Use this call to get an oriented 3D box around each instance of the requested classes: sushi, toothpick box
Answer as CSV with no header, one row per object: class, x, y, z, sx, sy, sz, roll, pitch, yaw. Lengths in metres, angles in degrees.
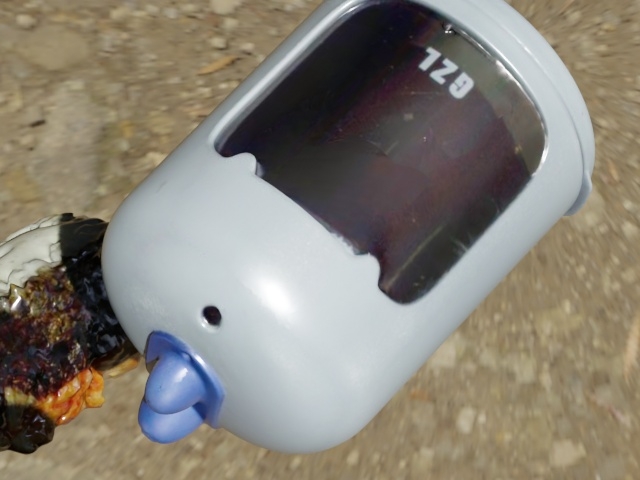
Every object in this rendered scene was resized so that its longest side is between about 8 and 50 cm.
sushi,-0.310,0.100,1.858,0.343,0.196,0.182,-34,120,-30
toothpick box,0.000,0.000,1.296,0.263,0.263,0.354,44,66,0
